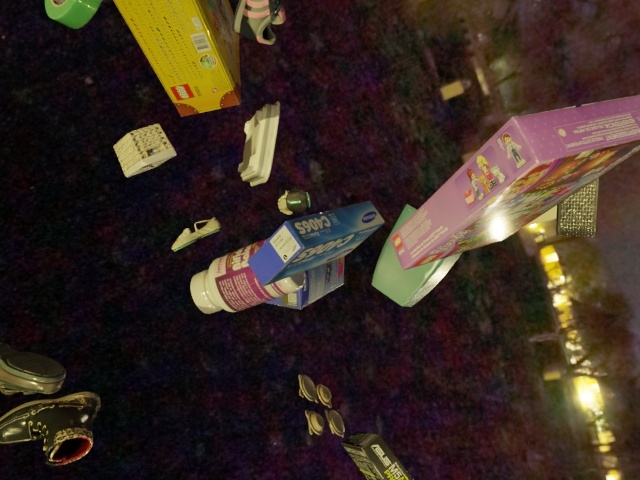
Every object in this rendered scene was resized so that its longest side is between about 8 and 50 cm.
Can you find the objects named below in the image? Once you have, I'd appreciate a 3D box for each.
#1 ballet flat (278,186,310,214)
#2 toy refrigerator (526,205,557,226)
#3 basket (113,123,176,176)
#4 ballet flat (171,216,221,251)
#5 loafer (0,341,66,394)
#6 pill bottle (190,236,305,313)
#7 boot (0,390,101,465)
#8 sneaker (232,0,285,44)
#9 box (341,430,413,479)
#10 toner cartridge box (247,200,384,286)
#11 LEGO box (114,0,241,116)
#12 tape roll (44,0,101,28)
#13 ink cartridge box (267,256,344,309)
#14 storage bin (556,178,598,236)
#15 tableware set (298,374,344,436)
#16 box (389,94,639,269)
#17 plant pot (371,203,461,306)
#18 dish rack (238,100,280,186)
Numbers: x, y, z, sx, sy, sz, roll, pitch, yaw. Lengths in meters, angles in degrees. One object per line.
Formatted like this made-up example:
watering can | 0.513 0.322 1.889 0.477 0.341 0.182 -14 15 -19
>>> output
ballet flat | -0.072 -0.098 1.283 0.203 0.074 0.074 -157 -134 -81
toy refrigerator | 0.582 -0.096 1.517 0.094 0.270 0.102 62 31 -17
basket | -0.516 -0.263 1.487 0.113 0.167 0.103 -31 103 -36
ballet flat | -0.380 -0.022 1.532 0.168 0.057 0.052 -29 97 -32
loafer | -0.627 0.269 1.032 0.096 0.268 0.084 1 101 -69
pill bottle | -0.210 0.106 1.451 0.169 0.302 0.169 57 20 -35
boot | -0.632 0.442 1.167 0.178 0.237 0.085 -142 -139 -63
sneaker | -0.138 -0.650 1.349 0.131 0.319 0.112 26 67 -10
box | 0.164 0.605 1.326 0.216 0.060 0.270 52 -18 11
toner cartridge box | 0.000 0.000 1.232 0.348 0.165 0.075 -18 71 -52
LEGO box | -0.382 -0.653 1.372 0.500 0.193 0.372 71 10 -58
tape roll | -0.821 -0.887 1.723 0.077 0.321 0.321 14 60 -50
ink cartridge box | -0.115 0.127 1.843 0.395 0.270 0.151 -24 116 -58
storage bin | 0.627 -0.105 1.250 0.122 0.084 0.180 -26 116 -64
tableware set | 0.001 0.401 1.229 0.169 0.020 0.141 36 28 -49
box | 0.237 -0.060 0.643 0.201 0.293 0.057 -14 72 -23
plant pot | 0.254 0.055 1.377 0.165 0.234 0.166 35 7 24
dish rack | -0.234 -0.349 1.864 0.333 0.072 0.285 -175 -87 -72
